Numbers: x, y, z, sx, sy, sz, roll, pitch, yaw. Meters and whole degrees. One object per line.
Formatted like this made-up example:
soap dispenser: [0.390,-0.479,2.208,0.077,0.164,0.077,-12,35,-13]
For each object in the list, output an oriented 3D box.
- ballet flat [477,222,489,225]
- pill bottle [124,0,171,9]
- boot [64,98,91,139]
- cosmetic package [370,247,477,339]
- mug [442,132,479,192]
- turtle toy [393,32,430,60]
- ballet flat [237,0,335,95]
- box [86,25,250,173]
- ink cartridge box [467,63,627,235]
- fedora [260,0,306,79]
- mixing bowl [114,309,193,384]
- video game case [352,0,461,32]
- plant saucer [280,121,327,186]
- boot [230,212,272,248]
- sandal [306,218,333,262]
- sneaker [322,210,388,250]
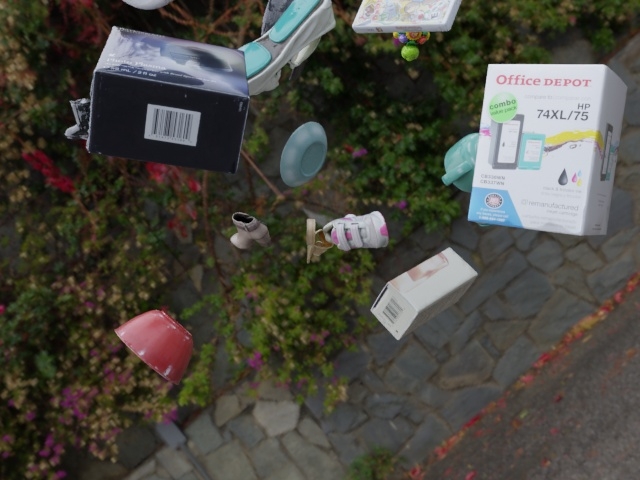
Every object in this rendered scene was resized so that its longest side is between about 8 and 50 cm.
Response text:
ballet flat: [0.431,-0.080,1.508,0.213,0.068,0.072,-10,16,-7]
pill bottle: [-0.290,-0.558,1.351,0.162,0.162,0.278,-41,14,34]
boot: [-0.616,-0.309,1.786,0.121,0.099,0.045,8,32,31]
cosmetic package: [0.310,0.154,2.084,0.296,0.129,0.153,-23,-29,-40]
mug: [0.374,-0.182,1.677,0.097,0.129,0.158,-40,25,57]
turtle toy: [0.232,-0.519,1.767,0.066,0.095,0.130,-87,1,-49]
ballet flat: [-0.114,-0.465,1.778,0.400,0.139,0.139,-42,-3,1]
box: [-0.311,-0.300,1.462,0.294,0.296,0.183,-105,26,-57]
ink cartridge box: [0.396,-0.154,1.215,0.198,0.270,0.197,9,6,32]
fedora: [-0.085,-0.645,2.047,0.334,0.152,0.334,-163,90,-85]
mixing bowl: [-0.343,0.216,1.517,0.098,0.181,0.181,-49,-1,-10]
video game case: [0.185,-0.490,1.318,0.026,0.206,0.227,38,-111,-49]
plant saucer: [-0.034,-0.233,1.960,0.195,0.037,0.195,-36,-39,-35]
boot: [-0.150,-0.022,1.389,0.118,0.087,0.042,3,55,33]
sandal: [0.000,0.006,2.017,0.079,0.088,0.240,1,-22,-1]
sneaker: [0.094,-0.017,1.919,0.111,0.103,0.252,-18,6,-28]
